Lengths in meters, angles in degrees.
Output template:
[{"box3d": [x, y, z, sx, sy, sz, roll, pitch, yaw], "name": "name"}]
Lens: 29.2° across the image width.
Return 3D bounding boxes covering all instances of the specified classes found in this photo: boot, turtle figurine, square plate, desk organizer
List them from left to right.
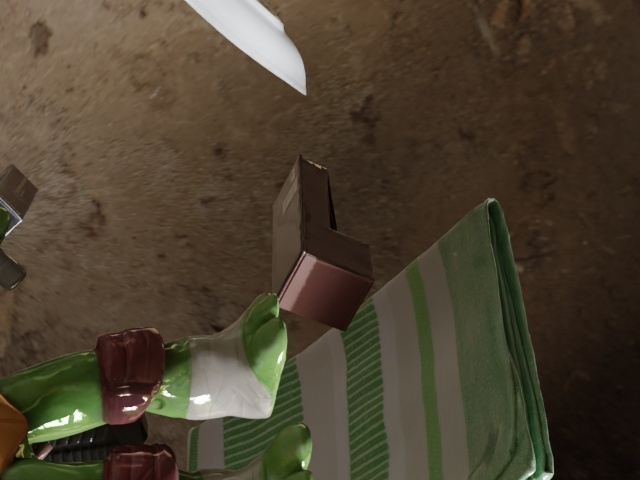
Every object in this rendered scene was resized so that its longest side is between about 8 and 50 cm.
[{"box3d": [-0.139, 0.051, 0.514, 0.266, 0.198, 0.275, 1, 96, -14], "name": "turtle figurine"}, {"box3d": [-0.211, 0.143, 0.974, 0.198, 0.137, 0.077, -11, 93, 16], "name": "boot"}, {"box3d": [-0.170, -0.332, 1.335, 0.049, 0.347, 0.344, -45, 63, 8], "name": "square plate"}, {"box3d": [0.000, 0.000, 0.804, 0.050, 0.130, 0.047, 21, 118, -14], "name": "desk organizer"}]

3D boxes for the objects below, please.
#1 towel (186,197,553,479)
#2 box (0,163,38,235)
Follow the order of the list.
[{"box3d": [0.012, 0.142, 0.830, 0.038, 0.248, 0.325, 33, 123, -27], "name": "towel"}, {"box3d": [-0.238, 0.025, 0.739, 0.162, 0.116, 0.029, -45, 104, 3], "name": "box"}]
